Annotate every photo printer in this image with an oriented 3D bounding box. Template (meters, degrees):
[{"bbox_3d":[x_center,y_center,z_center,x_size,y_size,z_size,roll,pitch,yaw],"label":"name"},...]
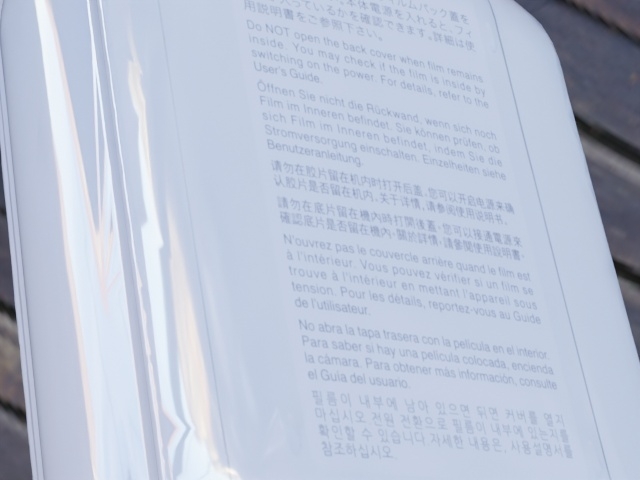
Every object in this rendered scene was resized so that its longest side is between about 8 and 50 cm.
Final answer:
[{"bbox_3d":[0.000,0.000,0.699,0.107,0.256,0.307,-39,53,44],"label":"photo printer"}]
